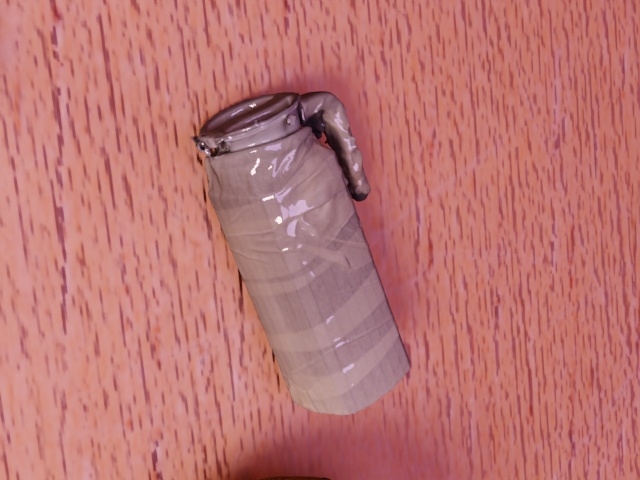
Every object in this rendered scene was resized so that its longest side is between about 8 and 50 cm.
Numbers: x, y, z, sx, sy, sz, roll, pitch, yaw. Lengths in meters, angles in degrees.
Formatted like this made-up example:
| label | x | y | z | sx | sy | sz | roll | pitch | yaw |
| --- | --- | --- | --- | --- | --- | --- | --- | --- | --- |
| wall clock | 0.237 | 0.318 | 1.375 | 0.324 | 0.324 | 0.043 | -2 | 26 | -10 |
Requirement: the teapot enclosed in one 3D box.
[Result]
| label | x | y | z | sx | sy | sz | roll | pitch | yaw |
| --- | --- | --- | --- | --- | --- | --- | --- | --- | --- |
| teapot | 0.000 | 0.000 | 0.774 | 0.107 | 0.077 | 0.200 | -34 | 115 | -31 |

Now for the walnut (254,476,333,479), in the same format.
| label | x | y | z | sx | sy | sz | roll | pitch | yaw |
| --- | --- | --- | --- | --- | --- | --- | --- | --- | --- |
| walnut | -0.014 | 0.227 | 0.748 | 0.207 | 0.167 | 0.167 | 6 | 94 | -34 |
